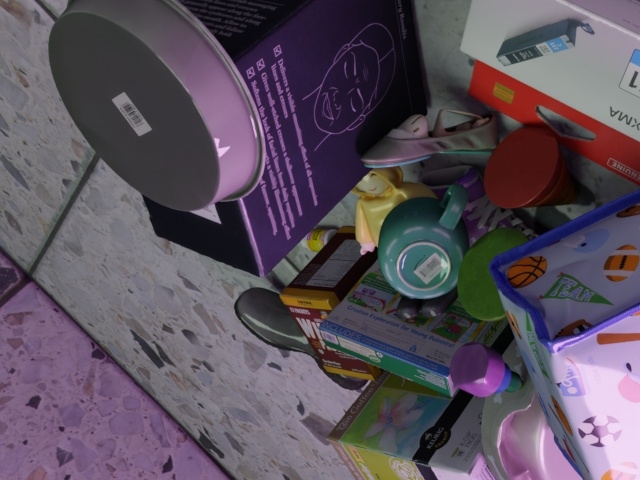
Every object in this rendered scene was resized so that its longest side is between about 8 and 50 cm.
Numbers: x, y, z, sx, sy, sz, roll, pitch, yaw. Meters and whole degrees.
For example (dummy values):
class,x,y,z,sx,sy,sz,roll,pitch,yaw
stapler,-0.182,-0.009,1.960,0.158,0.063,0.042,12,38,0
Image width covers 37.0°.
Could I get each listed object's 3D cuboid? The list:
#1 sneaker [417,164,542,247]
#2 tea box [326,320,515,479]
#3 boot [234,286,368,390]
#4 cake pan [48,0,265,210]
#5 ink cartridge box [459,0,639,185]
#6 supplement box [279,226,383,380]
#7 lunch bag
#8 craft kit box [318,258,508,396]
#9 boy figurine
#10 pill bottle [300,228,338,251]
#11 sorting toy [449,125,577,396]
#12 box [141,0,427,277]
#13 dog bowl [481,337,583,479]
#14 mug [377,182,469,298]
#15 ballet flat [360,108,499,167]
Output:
class,x,y,z,sx,sy,sz,roll,pitch,yaw
sneaker,0.255,-0.021,1.420,0.282,0.102,0.161,22,140,32
tea box,0.253,0.312,1.610,0.323,0.329,0.220,-1,129,49
boot,-0.008,0.155,1.956,0.338,0.118,0.222,28,145,4
cake pan,-0.188,-0.149,1.043,0.293,0.054,0.293,29,145,23
ink cartridge box,0.312,-0.191,1.174,0.296,0.066,0.261,32,147,19
supplement box,0.068,0.109,1.705,0.129,0.194,0.191,2,131,48
lunch bag,0.440,0.101,1.141,0.328,0.385,0.239,62,-178,-31
craft kit box,0.167,0.108,1.540,0.250,0.246,0.061,19,145,36
boy figurine,0.122,-0.022,1.430,0.177,0.092,0.285,-4,120,38
pill bottle,0.000,0.000,1.796,0.083,0.043,0.043,0,129,49
sorting toy,0.275,0.037,1.279,0.126,0.365,0.127,23,167,-36
box,-0.061,-0.203,1.264,0.212,0.395,0.293,21,141,34
dog bowl,0.377,0.246,1.392,0.102,0.349,0.349,21,145,52
mug,0.144,0.004,1.334,0.129,0.097,0.157,-2,114,7
ballet flat,0.149,-0.144,1.303,0.072,0.213,0.068,-154,59,-62
